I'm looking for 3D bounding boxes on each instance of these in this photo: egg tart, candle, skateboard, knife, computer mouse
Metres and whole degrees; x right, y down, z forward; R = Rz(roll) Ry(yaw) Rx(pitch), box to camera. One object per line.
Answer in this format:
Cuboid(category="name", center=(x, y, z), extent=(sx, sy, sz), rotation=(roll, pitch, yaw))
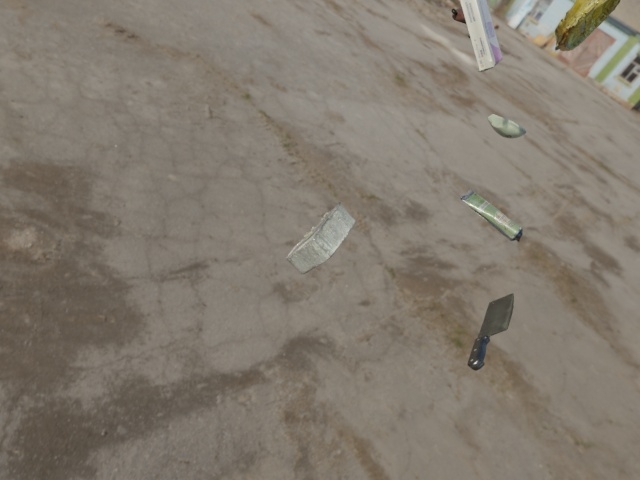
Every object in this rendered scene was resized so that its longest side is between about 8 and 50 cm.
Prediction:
Cuboid(category="egg tart", center=(0.880, -0.751, 1.682), extent=(0.095, 0.279, 0.279), rotation=(50, 35, 15))
Cuboid(category="candle", center=(0.000, 0.000, 1.192), extent=(0.068, 0.192, 0.168), rotation=(43, 8, -7))
Cuboid(category="skateboard", center=(0.504, -0.727, 1.703), extent=(0.067, 0.080, 0.151), rotation=(-39, 77, -12))
Cuboid(category="knife", center=(0.349, 0.175, 1.021), extent=(0.019, 0.072, 0.245), rotation=(52, 38, -5))
Cuboid(category="computer mouse", center=(0.638, -0.395, 1.771), extent=(0.089, 0.056, 0.182), rotation=(29, 15, -25))

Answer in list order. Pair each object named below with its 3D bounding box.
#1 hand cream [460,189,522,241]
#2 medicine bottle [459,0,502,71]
Cuboid(category="hand cream", center=(0.572, -0.082, 1.681), extent=(0.235, 0.055, 0.086), rotation=(44, 44, 15))
Cuboid(category="medicine bottle", center=(0.444, -0.577, 1.403), extent=(0.171, 0.052, 0.201), rotation=(-42, 115, -55))
